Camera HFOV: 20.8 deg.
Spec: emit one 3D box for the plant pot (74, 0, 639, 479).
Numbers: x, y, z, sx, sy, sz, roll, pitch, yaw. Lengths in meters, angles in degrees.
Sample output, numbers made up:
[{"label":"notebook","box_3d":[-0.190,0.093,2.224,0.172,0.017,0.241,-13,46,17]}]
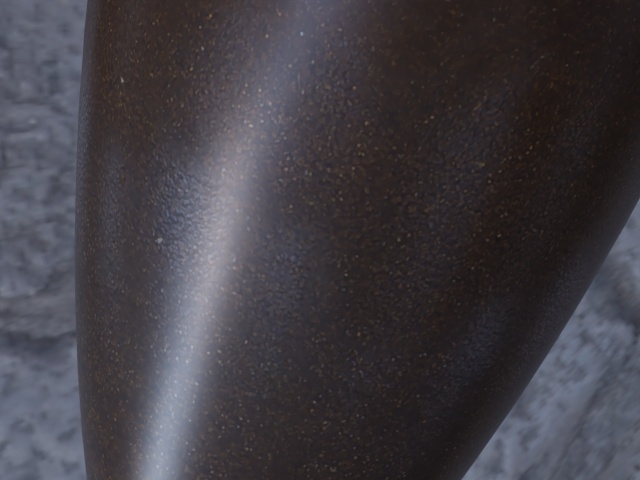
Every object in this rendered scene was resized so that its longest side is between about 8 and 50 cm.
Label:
[{"label":"plant pot","box_3d":[0.000,0.000,0.606,0.215,0.215,0.230,21,100,18]}]
